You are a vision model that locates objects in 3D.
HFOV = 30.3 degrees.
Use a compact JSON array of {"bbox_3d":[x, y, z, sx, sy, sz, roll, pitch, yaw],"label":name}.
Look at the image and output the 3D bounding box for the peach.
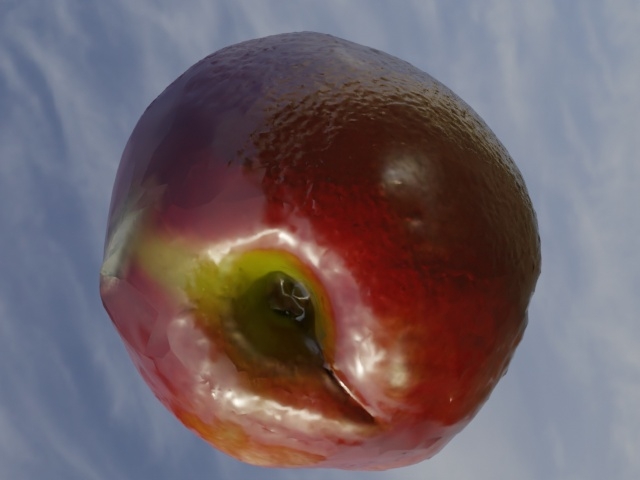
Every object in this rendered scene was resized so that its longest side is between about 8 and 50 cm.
[{"bbox_3d":[0.000,0.000,0.777,0.338,0.281,0.281,-55,-43,-74],"label":"peach"}]
